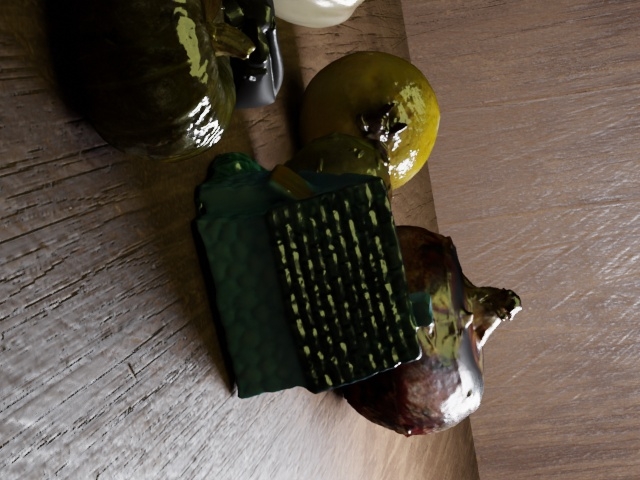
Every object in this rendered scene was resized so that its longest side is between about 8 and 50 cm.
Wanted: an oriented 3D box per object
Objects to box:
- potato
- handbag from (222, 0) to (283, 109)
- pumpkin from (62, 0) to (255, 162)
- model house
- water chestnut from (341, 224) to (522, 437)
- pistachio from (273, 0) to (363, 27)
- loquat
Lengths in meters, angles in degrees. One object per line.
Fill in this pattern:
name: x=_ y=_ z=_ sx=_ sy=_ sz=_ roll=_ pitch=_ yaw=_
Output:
potato: x=0.000 y=0.000 z=1.754 sx=0.141 sy=0.176 sz=0.298 roll=33 pitch=72 yaw=-72
handbag: x=-0.105 y=-0.296 z=1.433 sx=0.257 sy=0.114 sz=0.285 roll=148 pitch=-65 yaw=-83
pumpkin: x=-0.141 y=-0.179 z=1.216 sx=0.219 sy=0.162 sz=0.218 roll=-6 pitch=90 yaw=-82
model house: x=0.003 y=0.019 z=1.558 sx=0.226 sy=0.241 sz=0.261 roll=-61 pitch=141 yaw=-66
water chestnut: x=0.169 y=0.137 z=2.072 sx=0.350 sy=0.302 sz=0.350 roll=-10 pitch=90 yaw=-82
pistachio: x=-0.041 y=-0.426 z=1.773 sx=0.226 sy=0.207 sz=0.332 roll=36 pitch=-4 yaw=40
loquat: x=0.077 y=-0.183 z=2.062 sx=0.244 sy=0.244 sz=0.243 roll=-8 pitch=90 yaw=-78
